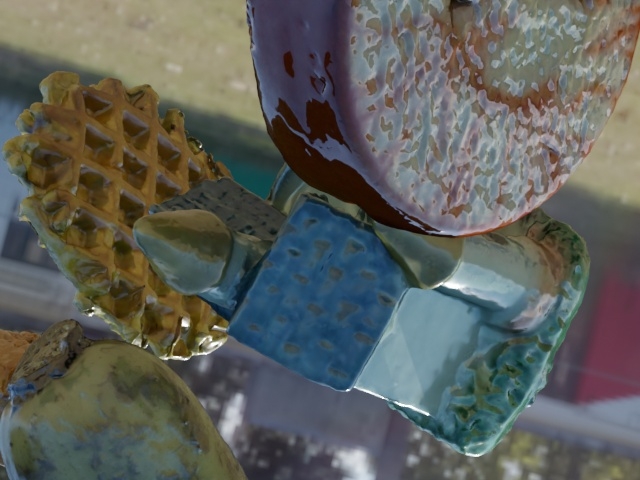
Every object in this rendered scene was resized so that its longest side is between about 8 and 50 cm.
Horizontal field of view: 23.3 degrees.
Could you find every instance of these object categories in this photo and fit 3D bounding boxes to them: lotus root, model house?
[{"bbox_3d":[-0.149,0.210,1.331,0.309,0.173,0.173,54,160,-22],"label":"lotus root"},{"bbox_3d":[0.000,0.000,1.136,0.325,0.194,0.267,21,-170,-47],"label":"model house"}]

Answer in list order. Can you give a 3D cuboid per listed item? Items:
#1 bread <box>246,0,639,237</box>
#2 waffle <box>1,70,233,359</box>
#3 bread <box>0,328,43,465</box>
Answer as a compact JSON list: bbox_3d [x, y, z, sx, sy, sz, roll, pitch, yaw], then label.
[{"bbox_3d":[0.083,-0.164,0.944,0.295,0.327,0.114,-20,-148,-41],"label":"bread"},{"bbox_3d":[-0.182,-0.032,1.575,0.068,0.325,0.302,-24,-176,31],"label":"waffle"},{"bbox_3d":[-0.312,0.190,1.726,0.229,0.143,0.139,14,-166,-4],"label":"bread"}]
